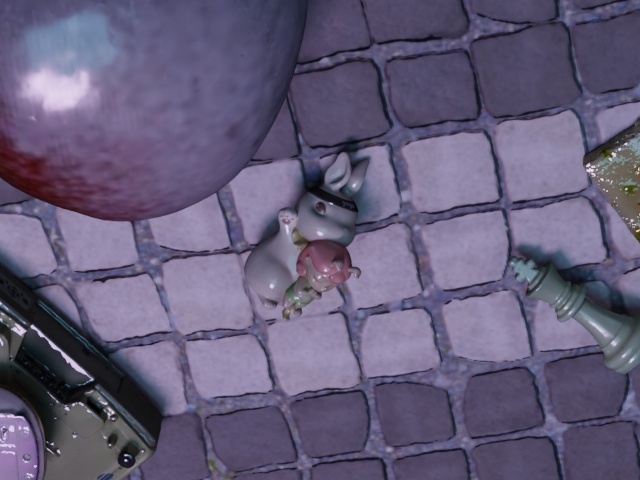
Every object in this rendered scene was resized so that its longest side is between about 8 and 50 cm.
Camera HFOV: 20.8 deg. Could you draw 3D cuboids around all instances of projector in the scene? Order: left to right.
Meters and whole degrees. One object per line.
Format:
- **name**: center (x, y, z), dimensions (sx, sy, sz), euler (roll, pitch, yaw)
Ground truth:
- **projector**: center (-0.307, 0.155, 1.675), dimensions (0.193, 0.088, 0.269), euler (-40, 107, 20)

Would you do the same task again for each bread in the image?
- **bread**: center (0.300, -0.032, 1.549), dimensions (0.068, 0.028, 0.153), euler (-31, 110, 22)

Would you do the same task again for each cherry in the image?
- **cherry**: center (-0.154, -0.176, 1.385), dimensions (0.326, 0.291, 0.335), euler (-38, 128, 12)

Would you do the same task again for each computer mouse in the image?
- **computer mouse**: center (-0.372, 0.183, 1.612), dimensions (0.245, 0.056, 0.126), euler (2, 117, 4)

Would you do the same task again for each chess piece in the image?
- **chess piece**: center (0.233, 0.058, 1.592), dimensions (0.149, 0.059, 0.059), euler (36, 116, -8)

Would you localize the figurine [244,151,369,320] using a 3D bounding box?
- **figurine**: center (0.007, 0.003, 1.566), dimensions (0.146, 0.081, 0.098), euler (-45, 70, 24)
